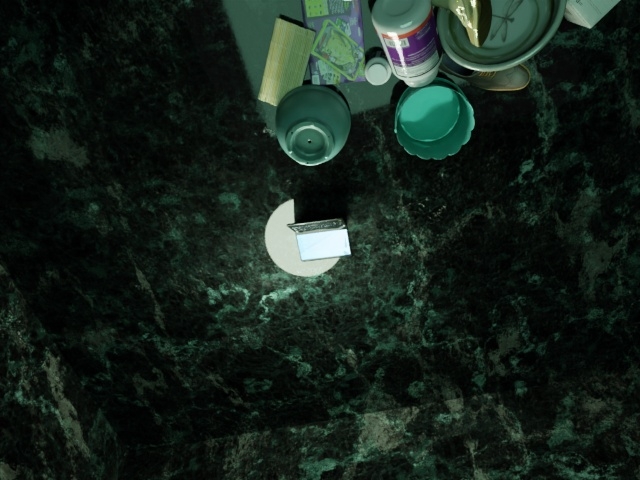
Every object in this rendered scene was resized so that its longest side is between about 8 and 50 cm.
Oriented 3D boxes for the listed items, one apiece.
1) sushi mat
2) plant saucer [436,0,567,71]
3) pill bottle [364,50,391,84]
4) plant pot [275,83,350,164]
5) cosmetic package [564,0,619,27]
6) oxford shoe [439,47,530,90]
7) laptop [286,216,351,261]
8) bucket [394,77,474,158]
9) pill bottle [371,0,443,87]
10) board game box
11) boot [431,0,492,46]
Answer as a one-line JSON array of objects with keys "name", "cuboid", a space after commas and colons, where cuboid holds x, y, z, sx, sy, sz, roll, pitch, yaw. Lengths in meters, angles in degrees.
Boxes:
[{"name": "sushi mat", "cuboid": [-0.128, -0.632, 1.859, 0.151, 0.019, 0.317, 19, 127, -2]}, {"name": "plant saucer", "cuboid": [0.586, -0.735, 1.663, 0.400, 0.100, 0.401, -3, 83, 28]}, {"name": "pill bottle", "cuboid": [0.204, -0.603, 1.791, 0.094, 0.169, 0.094, 5, 121, 8]}, {"name": "plant pot", "cuboid": [-0.033, -0.399, 1.886, 0.292, 0.196, 0.293, 2, 128, 2]}, {"name": "cosmetic package", "cuboid": [0.912, -0.870, 1.584, 0.155, 0.197, 0.365, 38, 116, -18]}, {"name": "oxford shoe", "cuboid": [0.570, -0.596, 1.793, 0.363, 0.133, 0.130, 12, 119, -3]}, {"name": "laptop", "cuboid": [0.000, 0.000, 2.158, 0.234, 0.264, 0.137, -8, 81, 7]}, {"name": "bucket", "cuboid": [0.405, -0.449, 1.858, 0.280, 0.183, 0.282, 1, 119, 3]}, {"name": "pill bottle", "cuboid": [0.289, -0.643, 1.637, 0.181, 0.182, 0.323, -21, 153, 15]}, {"name": "board game box", "cuboid": [0.049, -0.735, 1.806, 0.208, 0.056, 0.347, -2, 119, 10]}, {"name": "boot", "cuboid": [0.413, -0.727, 1.580, 0.203, 0.095, 0.262, 22, 159, 37]}]
